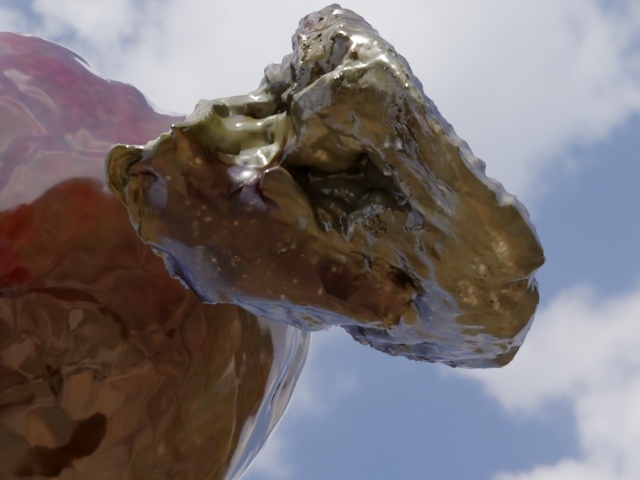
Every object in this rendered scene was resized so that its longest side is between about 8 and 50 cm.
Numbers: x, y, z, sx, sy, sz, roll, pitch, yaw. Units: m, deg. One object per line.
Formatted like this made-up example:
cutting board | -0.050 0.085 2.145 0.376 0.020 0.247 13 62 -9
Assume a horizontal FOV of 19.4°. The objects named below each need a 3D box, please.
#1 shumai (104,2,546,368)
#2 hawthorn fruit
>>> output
shumai | 0.008 -0.002 0.602 0.105 0.123 0.139 -39 -19 7
hawthorn fruit | -0.159 0.056 1.032 0.308 0.325 0.308 2 -27 1
